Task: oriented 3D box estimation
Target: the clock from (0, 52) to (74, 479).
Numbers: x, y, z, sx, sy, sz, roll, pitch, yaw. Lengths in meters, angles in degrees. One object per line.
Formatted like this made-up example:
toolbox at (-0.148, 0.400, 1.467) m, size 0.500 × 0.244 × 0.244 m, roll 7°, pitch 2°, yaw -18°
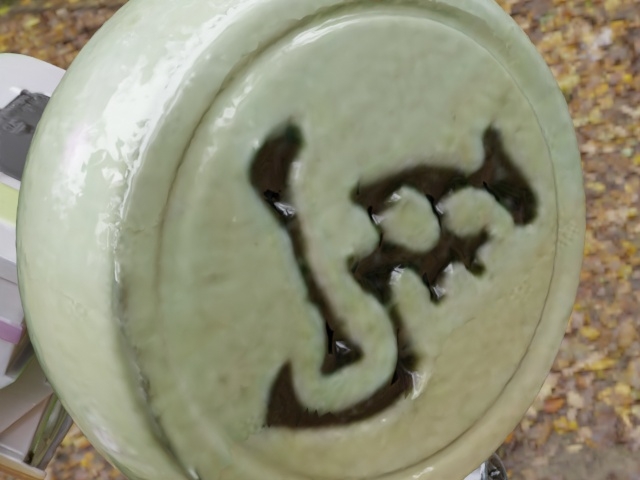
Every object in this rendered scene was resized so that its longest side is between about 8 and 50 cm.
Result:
clock at (-0.231, 0.062, 0.709) m, size 0.166 × 0.309 × 0.235 m, roll 25°, pitch 29°, yaw -4°

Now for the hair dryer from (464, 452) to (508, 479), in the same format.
hair dryer at (0.010, 0.256, 0.630) m, size 0.236 × 0.091 × 0.271 m, roll -16°, pitch 51°, yaw 26°

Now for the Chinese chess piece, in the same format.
Chinese chess piece at (0.000, 0.000, 0.438) m, size 0.250 × 0.250 × 0.101 m, roll -35°, pitch 26°, yaw -24°
